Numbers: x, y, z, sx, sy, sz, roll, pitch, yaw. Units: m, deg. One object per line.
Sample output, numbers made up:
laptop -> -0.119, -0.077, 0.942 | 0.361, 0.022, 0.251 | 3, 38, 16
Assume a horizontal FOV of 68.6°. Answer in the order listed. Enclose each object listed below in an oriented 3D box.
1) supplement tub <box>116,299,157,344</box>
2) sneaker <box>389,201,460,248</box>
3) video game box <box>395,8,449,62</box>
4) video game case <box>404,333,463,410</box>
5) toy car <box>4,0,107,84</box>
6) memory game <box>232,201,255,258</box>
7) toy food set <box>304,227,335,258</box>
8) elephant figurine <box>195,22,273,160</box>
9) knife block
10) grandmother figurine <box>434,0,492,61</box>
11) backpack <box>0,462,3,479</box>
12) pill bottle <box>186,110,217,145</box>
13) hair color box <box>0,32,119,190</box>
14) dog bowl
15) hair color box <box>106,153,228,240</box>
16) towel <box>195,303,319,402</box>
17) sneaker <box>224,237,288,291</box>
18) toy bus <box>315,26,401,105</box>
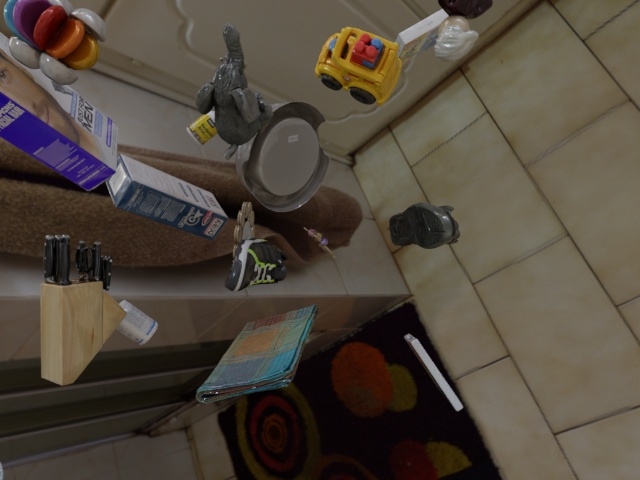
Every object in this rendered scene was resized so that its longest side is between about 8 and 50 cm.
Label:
supplement tub -> -0.478, 0.210, 1.195 | 0.071, 0.107, 0.071 | -36, 25, 20
sneaker -> 0.224, -0.031, 0.891 | 0.227, 0.130, 0.087 | 158, 102, -80
video game box -> 0.333, -0.672, 1.560 | 0.205, 0.187, 0.048 | -32, 86, -5
video game case -> 0.282, 0.327, 1.191 | 0.022, 0.173, 0.190 | -33, 82, 0
toy car -> -0.533, -0.413, 0.920 | 0.182, 0.136, 0.159 | 29, 84, 7
memory game -> -0.172, 0.002, 1.059 | 0.012, 0.186, 0.186 | 4, 85, 3
toy food set -> 0.000, 0.000, 1.301 | 0.078, 0.122, 0.019 | 36, 81, 34
elephant figurine -> -0.219, -0.350, 1.128 | 0.169, 0.239, 0.186 | -27, 74, -1
knife block -> -0.557, 0.135, 1.020 | 0.088, 0.242, 0.276 | 2, 47, 34
grandmother figurine -> 0.311, -0.565, 1.021 | 0.104, 0.207, 0.343 | -160, 77, -64
backpack -> -0.627, 0.458, 0.727 | 0.254, 0.225, 0.191 | -96, 21, -49
pill bottle -> -0.319, -0.330, 1.342 | 0.116, 0.065, 0.065 | -38, 60, 3
hair color box -> -0.631, -0.287, 1.073 | 0.110, 0.339, 0.185 | -29, 52, 17
dog bowl -> -0.119, -0.271, 1.489 | 0.102, 0.348, 0.349 | 26, 100, 38
hair color box -> -0.481, -0.129, 1.489 | 0.105, 0.347, 0.174 | -52, 47, 14
towel -> -0.160, 0.300, 1.303 | 0.271, 0.370, 0.040 | -17, 106, 17
sneaker -> -0.109, 0.044, 0.897 | 0.097, 0.235, 0.084 | 21, 104, 1
toy bus -> 0.092, -0.470, 1.205 | 0.220, 0.211, 0.150 | 26, 91, 9
